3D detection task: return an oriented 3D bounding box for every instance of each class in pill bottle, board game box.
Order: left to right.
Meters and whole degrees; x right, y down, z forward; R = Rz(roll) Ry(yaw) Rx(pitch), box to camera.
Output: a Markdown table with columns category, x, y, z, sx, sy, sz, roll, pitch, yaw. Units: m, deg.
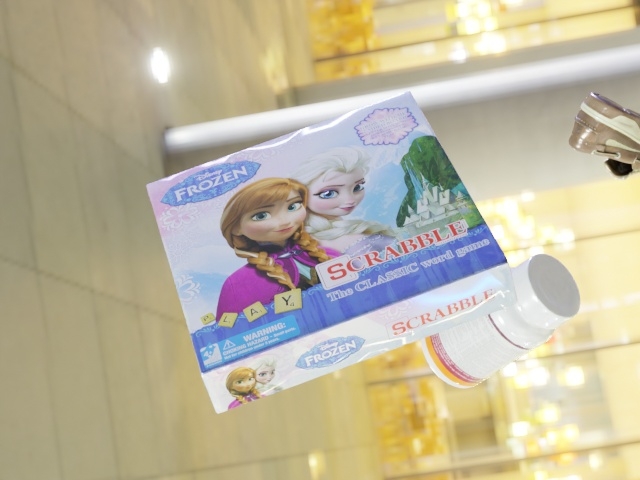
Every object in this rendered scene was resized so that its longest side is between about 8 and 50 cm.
| category | x | y | z | sx | sy | sz | roll | pitch | yaw |
| --- | --- | --- | --- | --- | --- | --- | --- | --- | --- |
| board game box | 0.000 | 0.000 | 1.542 | 0.318 | 0.318 | 0.066 | -114 | -174 | -49 |
| pill bottle | 0.252 | 0.111 | 2.070 | 0.121 | 0.221 | 0.121 | 23 | 48 | -29 |

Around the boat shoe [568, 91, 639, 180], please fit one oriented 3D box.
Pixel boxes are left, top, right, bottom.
| category | x | y | z | sx | sy | sz | roll | pitch | yaw |
| --- | --- | --- | --- | --- | --- | --- | --- | --- | --- |
| boat shoe | 0.441 | -0.134 | 2.117 | 0.257 | 0.095 | 0.095 | 18 | 17 | -40 |
